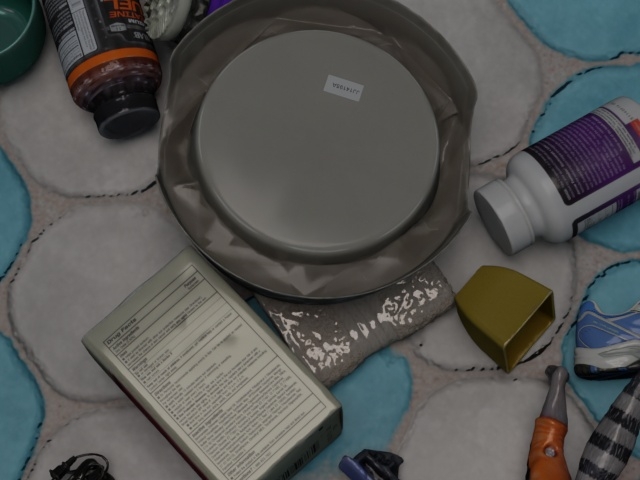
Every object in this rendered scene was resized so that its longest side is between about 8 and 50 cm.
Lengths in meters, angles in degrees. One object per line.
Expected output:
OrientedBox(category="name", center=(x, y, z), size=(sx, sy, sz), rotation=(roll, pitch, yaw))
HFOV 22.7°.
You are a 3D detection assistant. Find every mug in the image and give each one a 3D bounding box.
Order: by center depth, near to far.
OrientedBox(category="mug", center=(-0.364, -0.248, 1.773), size=(0.129, 0.097, 0.157), rotation=(31, 75, 12))

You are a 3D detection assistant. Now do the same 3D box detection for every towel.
OrientedBox(category="towel", center=(0.000, 0.000, 1.706), size=(0.187, 0.049, 0.282), rotation=(-32, 74, -8))

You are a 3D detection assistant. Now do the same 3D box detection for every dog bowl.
OrientedBox(category="dog bowl", center=(-0.005, -0.092, 1.652), size=(0.349, 0.102, 0.348), rotation=(2, 71, -6))

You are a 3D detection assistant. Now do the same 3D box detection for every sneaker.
OrientedBox(category="sneaker", center=(0.365, 0.094, 1.647), size=(0.211, 0.080, 0.081), rotation=(-4, 75, -1))
OrientedBox(category="sneaker", center=(-0.116, -0.321, 1.796), size=(0.146, 0.102, 0.293), rotation=(15, 54, -23))

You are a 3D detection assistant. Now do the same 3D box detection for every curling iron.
OrientedBox(category="curling iron", center=(-0.263, 0.330, 1.571), size=(0.068, 0.035, 0.274), rotation=(12, 53, 1))

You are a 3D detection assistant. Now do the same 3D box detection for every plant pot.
OrientedBox(category="plant pot", center=(0.187, 0.073, 1.662), size=(0.083, 0.081, 0.081), rotation=(38, 77, 23))

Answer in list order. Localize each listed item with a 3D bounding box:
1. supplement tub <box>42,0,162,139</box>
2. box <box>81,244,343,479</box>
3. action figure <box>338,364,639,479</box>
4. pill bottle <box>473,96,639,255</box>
OrientedBox(category="supplement tub", center=(-0.237, -0.213, 1.754), size=(0.106, 0.106, 0.197), rotation=(-18, 73, -4))
OrientedBox(category="box", center=(-0.106, 0.147, 1.619), size=(0.149, 0.127, 0.232), rotation=(-41, 75, -11))
OrientedBox(category="action figure", center=(0.190, 0.261, 1.552), size=(0.341, 0.178, 0.330), rotation=(34, 66, 10))
OrientedBox(category="pill bottle", center=(0.265, -0.063, 1.688), size=(0.193, 0.108, 0.108), rotation=(-29, 73, -8))
